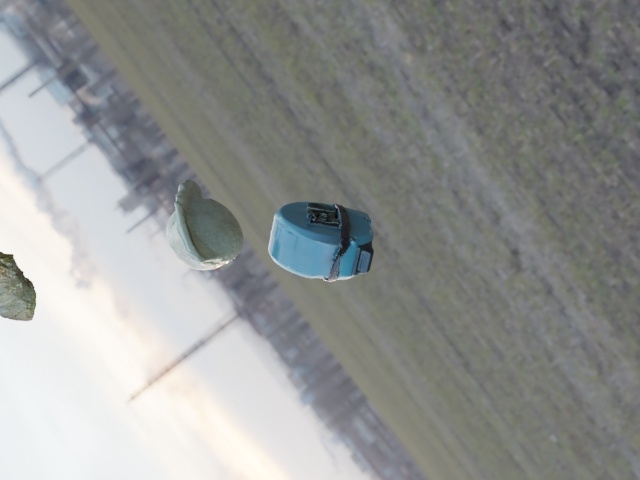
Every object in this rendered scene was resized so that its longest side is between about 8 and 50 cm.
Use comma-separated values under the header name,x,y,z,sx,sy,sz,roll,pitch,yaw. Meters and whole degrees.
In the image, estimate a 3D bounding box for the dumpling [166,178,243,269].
name,x,y,z,sx,sy,sz,roll,pitch,yaw
dumpling,-0.216,-0.028,2.093,0.216,0.126,0.166,-34,-79,-55

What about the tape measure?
name,x,y,z,sx,sy,sz,roll,pitch,yaw
tape measure,0.000,0.000,1.440,0.125,0.081,0.146,10,-159,-7

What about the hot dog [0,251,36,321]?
name,x,y,z,sx,sy,sz,roll,pitch,yaw
hot dog,-0.492,0.060,1.789,0.061,0.078,0.169,57,170,41
